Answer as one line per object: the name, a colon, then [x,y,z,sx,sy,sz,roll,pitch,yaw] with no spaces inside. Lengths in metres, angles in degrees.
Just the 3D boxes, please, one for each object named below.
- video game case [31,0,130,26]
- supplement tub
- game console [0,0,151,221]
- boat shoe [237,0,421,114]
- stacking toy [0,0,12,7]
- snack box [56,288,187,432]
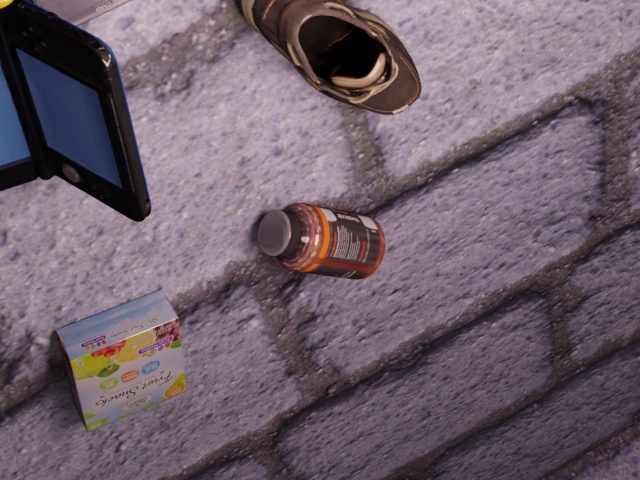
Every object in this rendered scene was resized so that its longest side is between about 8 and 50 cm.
video game case: [-0.248,-0.356,1.321,0.196,0.026,0.274,-28,145,-8]
supplement tub: [0.000,0.000,1.885,0.198,0.106,0.106,10,127,-46]
game console: [-0.353,-0.118,1.409,0.173,0.250,0.293,-48,154,-28]
boat shoe: [0.029,-0.232,1.601,0.132,0.130,0.355,-44,144,16]
stacking toy: [-0.364,-0.271,1.216,0.301,0.175,0.165,-25,148,24]
snack box: [-0.301,0.187,1.906,0.174,0.070,0.207,-22,146,-17]
